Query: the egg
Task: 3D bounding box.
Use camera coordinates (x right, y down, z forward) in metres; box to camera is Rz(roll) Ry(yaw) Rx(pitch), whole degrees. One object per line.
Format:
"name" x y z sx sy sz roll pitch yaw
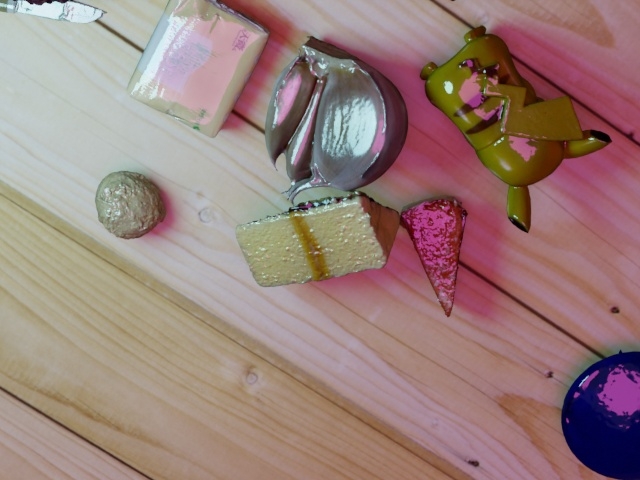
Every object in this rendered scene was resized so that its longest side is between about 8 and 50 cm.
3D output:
"egg" -0.348 -0.063 1.936 0.118 0.116 0.140 -37 133 1

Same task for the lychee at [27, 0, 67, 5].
"lychee" -0.439 -0.504 1.743 0.271 0.271 0.271 1 108 3

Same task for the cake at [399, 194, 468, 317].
"cake" 0.236 0.016 1.941 0.116 0.086 0.220 -24 104 13

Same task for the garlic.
"garlic" 0.025 -0.200 1.826 0.237 0.210 0.292 3 100 -4

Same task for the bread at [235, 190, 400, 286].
"bread" 0.000 0.000 1.876 0.266 0.178 0.142 -9 90 28

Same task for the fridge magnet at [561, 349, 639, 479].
"fridge magnet" 0.585 0.329 2.009 0.265 0.113 0.266 1 107 3

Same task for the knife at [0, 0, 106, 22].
"knife" -0.526 -0.419 1.882 0.297 0.017 0.047 10 102 0

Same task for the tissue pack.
"tissue pack" -0.213 -0.314 1.859 0.186 0.090 0.222 29 108 -8

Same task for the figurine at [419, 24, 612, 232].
"figurine" 0.325 -0.209 1.820 0.218 0.169 0.327 -39 101 19
